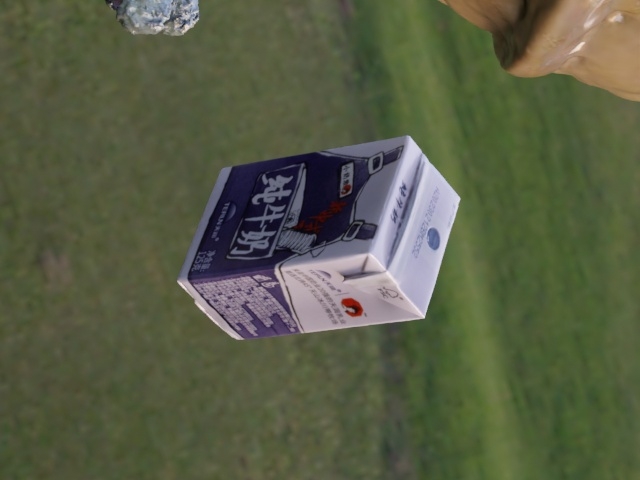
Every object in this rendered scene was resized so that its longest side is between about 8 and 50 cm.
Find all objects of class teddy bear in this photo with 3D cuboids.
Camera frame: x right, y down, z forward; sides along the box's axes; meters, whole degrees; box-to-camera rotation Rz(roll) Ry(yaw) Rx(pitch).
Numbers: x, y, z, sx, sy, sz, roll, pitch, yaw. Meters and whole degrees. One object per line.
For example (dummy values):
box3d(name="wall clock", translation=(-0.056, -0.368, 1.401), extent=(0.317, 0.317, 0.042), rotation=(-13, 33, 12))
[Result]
box3d(name="teddy bear", translation=(-0.206, -0.278, 1.798), extent=(0.213, 0.111, 0.133), rotation=(30, 12, 6))

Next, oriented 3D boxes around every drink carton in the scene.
box3d(name="drink carton", translation=(0.000, 0.001, 1.702), extent=(0.102, 0.222, 0.134), rotation=(50, 47, -36))

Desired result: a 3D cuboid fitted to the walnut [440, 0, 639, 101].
box3d(name="walnut", translation=(0.230, -0.288, 1.487), extent=(0.381, 0.381, 0.381), rotation=(-19, 90, -74))
